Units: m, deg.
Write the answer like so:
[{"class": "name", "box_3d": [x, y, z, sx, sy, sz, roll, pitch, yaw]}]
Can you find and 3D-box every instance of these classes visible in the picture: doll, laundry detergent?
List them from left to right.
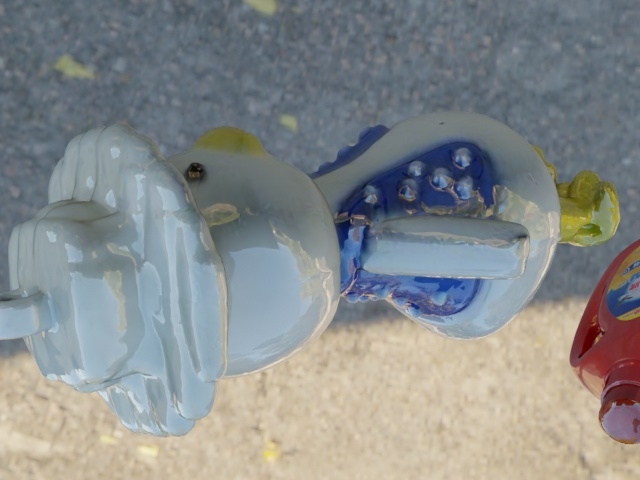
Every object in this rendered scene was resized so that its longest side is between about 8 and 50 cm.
[{"class": "doll", "box_3d": [0.000, 0.000, 0.552, 0.138, 0.293, 0.119, 22, 117, 48]}, {"class": "laundry detergent", "box_3d": [0.174, 0.054, 0.747, 0.097, 0.165, 0.049, -29, 104, 35]}]
